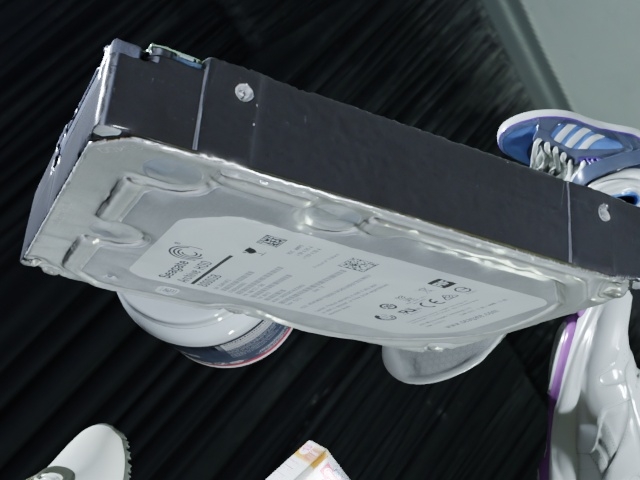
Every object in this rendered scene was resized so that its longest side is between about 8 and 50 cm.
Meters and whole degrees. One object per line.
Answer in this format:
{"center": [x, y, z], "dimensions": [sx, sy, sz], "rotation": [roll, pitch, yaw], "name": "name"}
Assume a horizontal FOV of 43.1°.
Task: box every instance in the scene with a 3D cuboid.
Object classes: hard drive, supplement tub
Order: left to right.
{"center": [-0.125, 0.037, 0.930], "dimensions": [0.191, 0.191, 0.272], "rotation": [37, 169, 13], "name": "supplement tub"}
{"center": [0.000, 0.000, 0.523], "dimensions": [0.339, 0.064, 0.237], "rotation": [16, 156, -24], "name": "hard drive"}

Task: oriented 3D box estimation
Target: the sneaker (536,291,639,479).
{"center": [0.306, 0.186, 0.828], "dimensions": [0.152, 0.304, 0.114], "rotation": [5, -168, 15], "name": "sneaker"}

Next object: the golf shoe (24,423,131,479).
{"center": [-0.309, 0.305, 0.914], "dimensions": [0.105, 0.272, 0.120], "rotation": [1, 131, 25], "name": "golf shoe"}

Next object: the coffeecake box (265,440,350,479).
{"center": [-0.030, 0.357, 0.966], "dimensions": [0.142, 0.185, 0.068], "rotation": [54, 162, -10], "name": "coffeecake box"}

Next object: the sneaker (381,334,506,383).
{"center": [0.198, 0.051, 0.906], "dimensions": [0.104, 0.295, 0.147], "rotation": [49, -156, 16], "name": "sneaker"}

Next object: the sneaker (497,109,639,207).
{"center": [0.503, -0.138, 1.622], "dimensions": [0.323, 0.236, 0.130], "rotation": [10, 137, 15], "name": "sneaker"}
